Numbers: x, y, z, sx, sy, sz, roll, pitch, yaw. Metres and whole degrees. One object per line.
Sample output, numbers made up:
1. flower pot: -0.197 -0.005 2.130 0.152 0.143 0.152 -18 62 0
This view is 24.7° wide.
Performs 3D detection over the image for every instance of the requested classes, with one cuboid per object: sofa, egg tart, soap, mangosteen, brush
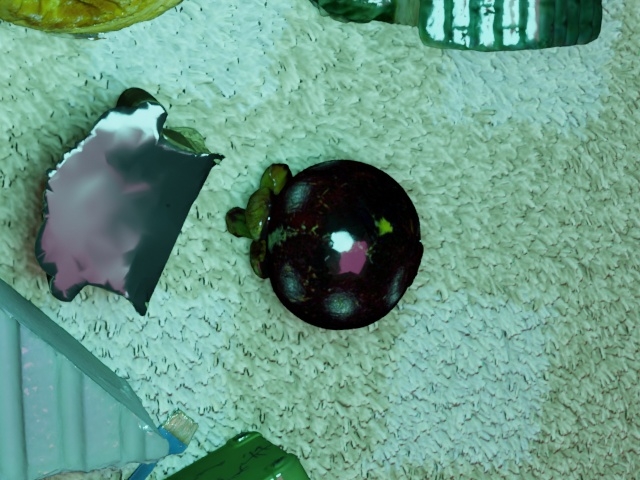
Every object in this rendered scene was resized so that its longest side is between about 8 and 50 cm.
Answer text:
1. sofa: -0.252 -0.057 1.779 0.182 0.200 0.258 25 96 -15
2. egg tart: -0.256 -0.347 1.688 0.297 0.132 0.297 -15 152 -8
3. soap: -0.332 0.137 1.812 0.257 0.159 0.302 -6 110 -17
4. mangosteen: 0.000 0.000 1.892 0.265 0.228 0.228 13 103 14
5. brush: -0.230 0.301 1.983 0.051 0.014 0.164 42 88 -25

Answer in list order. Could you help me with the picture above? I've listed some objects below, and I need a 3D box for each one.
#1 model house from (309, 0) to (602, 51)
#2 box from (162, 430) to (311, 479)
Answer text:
1. model house: 0.180 -0.455 1.716 0.395 0.400 0.445 -5 108 -24
2. box: -0.147 0.398 1.914 0.328 0.252 0.178 -30 106 -17
